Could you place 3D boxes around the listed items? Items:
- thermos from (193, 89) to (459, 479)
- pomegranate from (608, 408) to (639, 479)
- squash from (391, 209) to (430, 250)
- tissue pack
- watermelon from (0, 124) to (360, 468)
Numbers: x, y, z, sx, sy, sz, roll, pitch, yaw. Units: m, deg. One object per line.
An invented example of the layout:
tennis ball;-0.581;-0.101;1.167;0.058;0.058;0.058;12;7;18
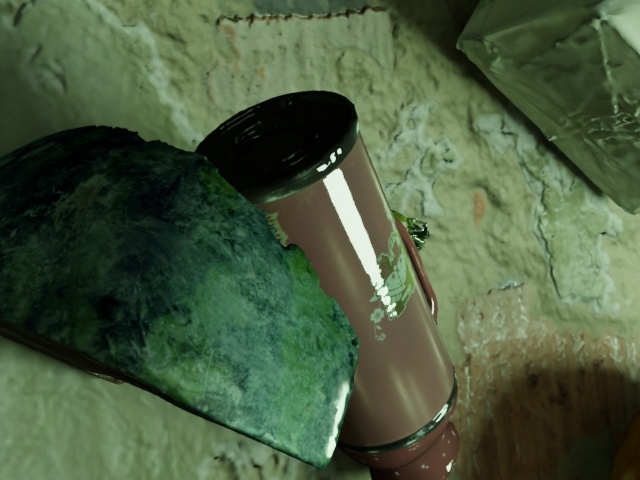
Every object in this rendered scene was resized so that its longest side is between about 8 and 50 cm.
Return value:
thermos;0.025;0.054;0.690;0.110;0.136;0.330;-18;124;9
pomegranate;0.374;0.241;0.807;0.264;0.264;0.264;0;89;-27
squash;0.000;0.000;0.733;0.184;0.052;0.052;-5;91;-26
tissue pack;0.312;-0.235;0.815;0.266;0.194;0.356;37;73;-26
watermelon;-0.103;0.028;0.589;0.148;0.319;0.226;-62;154;-19
